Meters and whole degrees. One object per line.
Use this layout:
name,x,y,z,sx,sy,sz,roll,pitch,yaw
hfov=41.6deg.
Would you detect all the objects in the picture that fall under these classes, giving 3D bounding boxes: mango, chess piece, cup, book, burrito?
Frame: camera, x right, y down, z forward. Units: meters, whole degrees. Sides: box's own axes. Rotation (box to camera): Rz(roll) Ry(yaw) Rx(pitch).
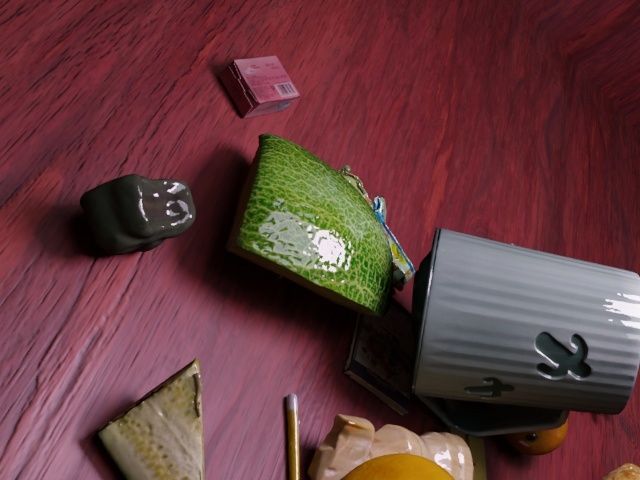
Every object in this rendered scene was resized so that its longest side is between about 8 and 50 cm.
mango,0.422,0.326,1.770,0.175,0.139,0.254,28,35,-52
chess piece,0.117,0.379,1.431,0.301,0.137,0.137,17,52,-34
cup,0.358,0.177,1.570,0.392,0.401,0.310,9,62,9
book,0.127,0.204,1.634,0.157,0.026,0.231,37,41,-21
burrito,0.119,-0.031,1.771,0.104,0.054,0.288,-27,84,-52

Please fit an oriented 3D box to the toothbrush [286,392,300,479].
toothbrush,-0.040,0.379,1.338,0.024,0.021,0.288,33,42,-42

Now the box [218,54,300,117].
box,-0.124,-0.316,1.720,0.156,0.060,0.111,-20,79,-54

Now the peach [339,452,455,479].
peach,0.101,0.469,1.231,0.308,0.289,0.289,-24,80,-17

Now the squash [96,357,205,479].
squash,-0.170,0.315,1.177,0.252,0.169,0.093,54,-7,0

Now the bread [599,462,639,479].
bread,0.726,0.584,1.854,0.244,0.134,0.244,27,7,-4

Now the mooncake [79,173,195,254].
mooncake,-0.273,-0.044,1.284,0.175,0.168,0.104,-16,77,-35

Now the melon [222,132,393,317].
melon,0.000,0.000,1.526,0.343,0.226,0.331,23,30,-16

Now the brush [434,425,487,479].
brush,0.266,0.473,1.570,0.103,0.047,0.233,28,47,-30
